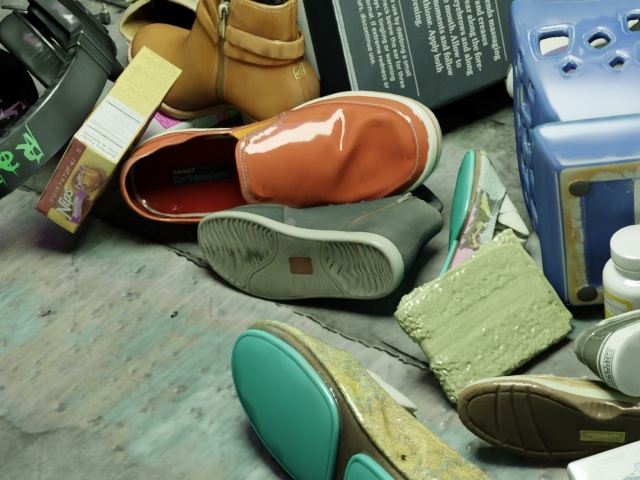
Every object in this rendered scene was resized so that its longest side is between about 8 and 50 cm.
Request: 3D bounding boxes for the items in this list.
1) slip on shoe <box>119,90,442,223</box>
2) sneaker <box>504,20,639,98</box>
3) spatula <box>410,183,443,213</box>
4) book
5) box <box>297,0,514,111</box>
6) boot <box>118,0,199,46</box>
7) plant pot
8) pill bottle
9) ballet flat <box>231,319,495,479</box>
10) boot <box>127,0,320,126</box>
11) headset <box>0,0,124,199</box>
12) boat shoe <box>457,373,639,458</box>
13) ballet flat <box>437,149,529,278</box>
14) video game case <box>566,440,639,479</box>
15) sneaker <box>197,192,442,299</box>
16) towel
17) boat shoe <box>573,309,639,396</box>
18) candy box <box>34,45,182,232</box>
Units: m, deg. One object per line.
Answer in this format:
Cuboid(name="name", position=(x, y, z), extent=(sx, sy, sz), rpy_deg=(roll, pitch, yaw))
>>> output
Cuboid(name="slip on shoe", position=(-0.044, -0.070, 1.776), extent=(0.331, 0.123, 0.101), rpy_deg=(-6, 11, 17))
Cuboid(name="sneaker", position=(0.339, -0.174, 1.880), extent=(0.283, 0.107, 0.124), rpy_deg=(-26, 55, -16))
Cuboid(name="spatula", position=(0.056, -0.094, 1.875), extent=(0.084, 0.030, 0.296), rpy_deg=(-19, 36, -14))
Cuboid(name="book", position=(-0.165, -0.143, 1.999), extent=(0.144, 0.035, 0.096), rpy_deg=(-26, 42, -20))
Cuboid(name="box", position=(0.129, -0.307, 1.960), extent=(0.395, 0.212, 0.293), rpy_deg=(-23, 28, -19))
Cuboid(name="boot", position=(-0.192, -0.291, 2.138), extent=(0.262, 0.095, 0.203), rpy_deg=(15, 34, 22))
Cuboid(name="plant pot", position=(0.292, -0.078, 1.632), extent=(0.236, 0.236, 0.212), rpy_deg=(-5, 42, 7))
Cuboid(name="pill bottle", position=(0.273, 0.047, 1.555), extent=(0.065, 0.116, 0.065), rpy_deg=(-7, 36, 5))
Cuboid(name="ballet flat", position=(0.050, 0.172, 1.462), extent=(0.123, 0.123, 0.348), rpy_deg=(-25, 38, -19))
Cuboid(name="boot", position=(-0.110, -0.213, 1.886), extent=(0.109, 0.220, 0.283), rpy_deg=(-30, 50, -22))
Cuboid(name="headset", position=(-0.300, -0.155, 1.941), extent=(0.243, 0.185, 0.394), rpy_deg=(-32, 31, 22))
Cuboid(name="boat shoe", position=(0.208, 0.139, 1.501), extent=(0.190, 0.068, 0.072), rpy_deg=(9, 25, 7))
Cuboid(name="ballet flat", position=(0.149, 0.008, 1.688), extent=(0.079, 0.077, 0.221), rpy_deg=(17, 46, 0))
Cuboid(name="video game case", position=(0.287, 0.205, 1.396), extent=(0.157, 0.019, 0.143), rpy_deg=(-16, 48, -8))
Cuboid(name="sneaker", position=(0.000, 0.000, 1.738), extent=(0.222, 0.083, 0.118), rpy_deg=(10, 27, 27))
Cuboid(name="towel", position=(0.143, 0.067, 1.590), extent=(0.148, 0.110, 0.027), rpy_deg=(-32, -3, -27))
Cuboid(name="boat shoe", position=(0.312, 0.078, 1.510), extent=(0.219, 0.077, 0.070), rpy_deg=(-3, 14, -27))
Cuboid(name="candy box", position=(-0.212, -0.103, 1.839), extent=(0.053, 0.109, 0.186), rpy_deg=(34, 39, -4))
